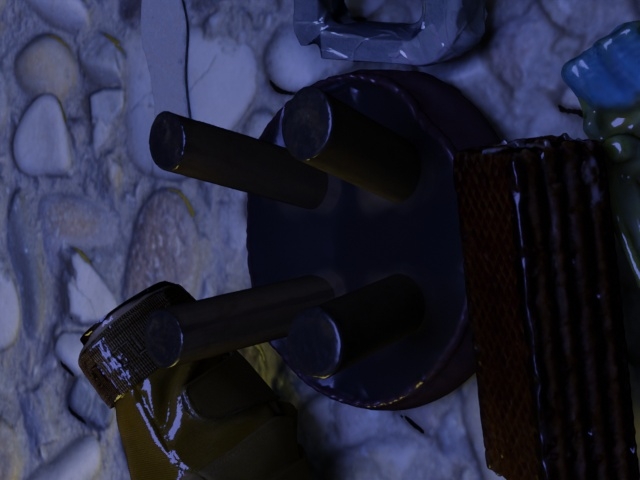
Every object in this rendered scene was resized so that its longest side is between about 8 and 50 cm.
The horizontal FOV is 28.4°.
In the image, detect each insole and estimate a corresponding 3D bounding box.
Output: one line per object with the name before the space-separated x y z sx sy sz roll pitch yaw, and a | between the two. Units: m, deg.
insole | -0.146 -0.168 1.207 0.065 0.004 0.197 -14 80 42

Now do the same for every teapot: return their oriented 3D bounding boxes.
teapot | 0.041 -0.235 0.933 0.178 0.163 0.222 23 103 31

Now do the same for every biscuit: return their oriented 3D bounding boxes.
biscuit | 0.148 0.056 0.837 0.106 0.070 0.252 -158 60 -74

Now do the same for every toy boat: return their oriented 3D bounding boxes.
toy boat | 0.248 -0.006 0.793 0.111 0.084 0.276 -33 71 34

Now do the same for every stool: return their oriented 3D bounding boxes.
stool | 0.000 0.000 0.951 0.272 0.178 0.272 0 90 44

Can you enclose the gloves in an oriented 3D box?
gloves | -0.080 0.194 1.032 0.141 0.154 0.331 -31 87 20
